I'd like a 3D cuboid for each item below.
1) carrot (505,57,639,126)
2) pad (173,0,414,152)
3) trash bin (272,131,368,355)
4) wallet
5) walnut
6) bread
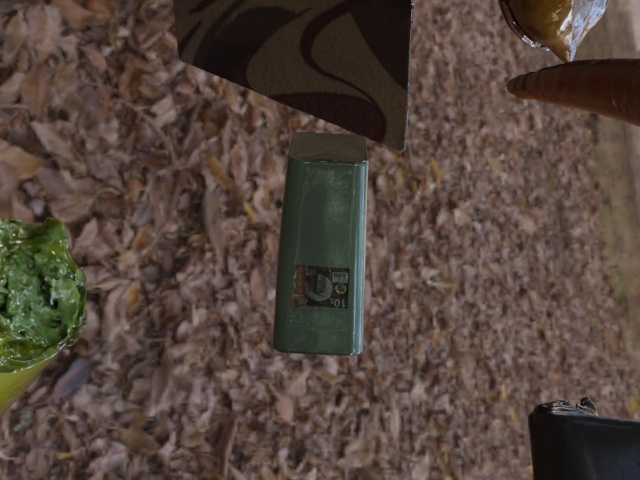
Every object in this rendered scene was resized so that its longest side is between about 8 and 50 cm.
[{"bbox_3d":[0.259,-0.122,0.684,0.069,0.336,0.069,-6,106,-23],"label":"carrot"},{"bbox_3d":[-0.044,-0.232,0.819,0.004,0.330,0.220,-34,137,-37],"label":"pad"},{"bbox_3d":[0.000,0.000,1.468,0.223,0.158,0.344,-86,178,-69],"label":"trash bin"},{"bbox_3d":[0.212,0.234,0.569,0.149,0.044,0.250,11,66,-17],"label":"wallet"},{"bbox_3d":[0.252,-0.316,0.915,0.137,0.137,0.245,-25,113,-61],"label":"walnut"},{"bbox_3d":[-0.478,0.122,1.155,0.208,0.376,0.251,0,59,-46],"label":"bread"}]
